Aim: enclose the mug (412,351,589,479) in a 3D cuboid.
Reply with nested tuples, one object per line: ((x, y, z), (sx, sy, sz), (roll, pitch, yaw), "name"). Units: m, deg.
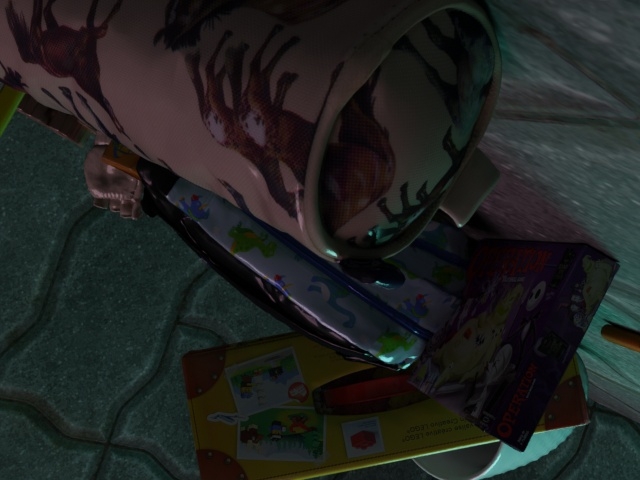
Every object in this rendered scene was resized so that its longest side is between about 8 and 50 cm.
((0.306, 0.258, 2.037), (0.328, 0.276, 0.374), (-4, -148, -43), "mug")

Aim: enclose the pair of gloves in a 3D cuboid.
((-0.241, -0.110, 1.655), (0.240, 0.204, 0.042), (11, -150, -3), "pair of gloves")

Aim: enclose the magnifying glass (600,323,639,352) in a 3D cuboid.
((0.441, 0.142, 1.405), (0.092, 0.026, 0.231), (30, 175, -21), "magnifying glass")

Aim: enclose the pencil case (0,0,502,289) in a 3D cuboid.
((-0.089, -0.119, 0.675), (0.410, 0.160, 0.183), (27, 161, 33), "pencil case")

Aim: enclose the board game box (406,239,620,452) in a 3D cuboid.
((0.197, 0.100, 1.199), (0.056, 0.208, 0.347), (33, 176, -7), "board game box")

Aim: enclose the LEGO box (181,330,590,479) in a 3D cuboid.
((0.088, 0.214, 1.554), (0.500, 0.193, 0.372), (-11, 171, 2), "LEGO box")

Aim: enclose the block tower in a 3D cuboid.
((-0.493, -0.264, 1.715), (0.335, 0.091, 0.097), (29, 175, 7), "block tower")

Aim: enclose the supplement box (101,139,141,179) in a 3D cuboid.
((-0.183, -0.090, 1.495), (0.233, 0.078, 0.080), (29, 176, -43), "supplement box")

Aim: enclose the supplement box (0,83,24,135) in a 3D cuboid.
((-0.410, -0.157, 1.084), (0.194, 0.357, 0.195), (31, 177, -20), "supplement box")

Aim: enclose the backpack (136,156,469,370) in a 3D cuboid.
((0.000, 0.000, 1.277), (0.355, 0.273, 0.290), (51, -179, 17), "backpack")
